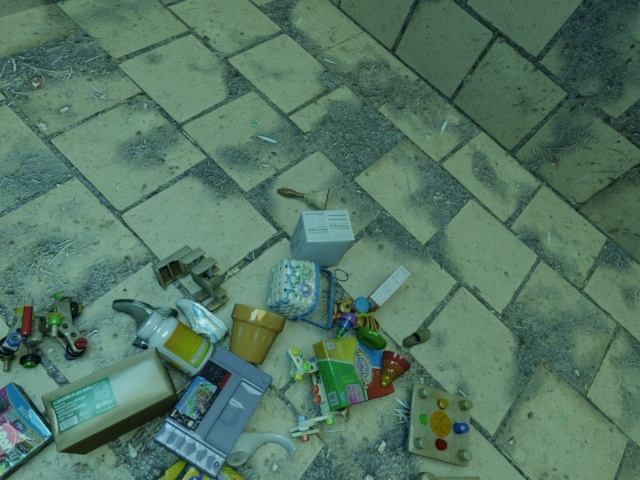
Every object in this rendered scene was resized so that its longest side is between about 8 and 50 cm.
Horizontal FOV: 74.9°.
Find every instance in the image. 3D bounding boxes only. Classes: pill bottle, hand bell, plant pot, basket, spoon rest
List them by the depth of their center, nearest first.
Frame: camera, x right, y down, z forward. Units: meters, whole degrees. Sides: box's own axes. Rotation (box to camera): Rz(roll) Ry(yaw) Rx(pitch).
[{"bbox_3d":[-0.227,0.710,1.431,0.276,0.137,0.084,8,21,-21],"label":"spoon rest"},{"bbox_3d":[-0.513,0.357,1.467,0.245,0.136,0.136,42,56,-18],"label":"pill bottle"},{"bbox_3d":[-0.252,0.356,1.570,0.205,0.205,0.188,18,75,-7],"label":"plant pot"},{"bbox_3d":[-0.063,0.212,1.698,0.289,0.201,0.255,24,54,-36],"label":"basket"},{"bbox_3d":[-0.088,-0.215,1.981,0.241,0.126,0.126,12,59,3],"label":"hand bell"}]

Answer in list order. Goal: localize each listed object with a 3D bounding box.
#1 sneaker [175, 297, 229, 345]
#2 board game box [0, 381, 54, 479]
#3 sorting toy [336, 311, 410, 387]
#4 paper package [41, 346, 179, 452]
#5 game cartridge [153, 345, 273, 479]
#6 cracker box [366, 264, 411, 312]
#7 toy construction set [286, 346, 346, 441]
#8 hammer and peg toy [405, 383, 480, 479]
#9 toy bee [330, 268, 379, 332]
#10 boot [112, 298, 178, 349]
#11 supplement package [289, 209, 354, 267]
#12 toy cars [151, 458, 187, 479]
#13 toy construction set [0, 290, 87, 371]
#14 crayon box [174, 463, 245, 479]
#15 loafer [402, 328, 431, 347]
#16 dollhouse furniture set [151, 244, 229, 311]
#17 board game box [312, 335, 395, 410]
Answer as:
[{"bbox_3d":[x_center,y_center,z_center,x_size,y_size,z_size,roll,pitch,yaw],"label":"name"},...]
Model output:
[{"bbox_3d":[-0.464,0.305,1.585,0.228,0.087,0.092,34,61,5],"label":"sneaker"},{"bbox_3d":[-1.003,0.618,1.250,0.224,0.097,0.303,45,59,9],"label":"board game box"},{"bbox_3d":[0.185,0.428,1.585,0.365,0.127,0.126,45,60,-16],"label":"sorting toy"},{"bbox_3d":[-0.627,0.499,1.300,0.324,0.309,0.168,-22,69,-24],"label":"paper package"},{"bbox_3d":[-0.338,0.541,1.361,0.230,0.068,0.355,32,48,1],"label":"game cartridge"},{"bbox_3d":[0.276,0.221,1.811,0.067,0.156,0.232,45,59,10],"label":"cracker box"},{"bbox_3d":[-0.026,0.560,1.540,0.215,0.151,0.328,13,65,-38],"label":"toy construction set"},{"bbox_3d":[0.457,0.760,1.592,0.265,0.127,0.361,18,59,-9],"label":"hammer and peg toy"},{"bbox_3d":[0.110,0.293,1.698,0.298,0.195,0.162,40,46,2],"label":"toy bee"},{"bbox_3d":[-0.658,0.311,1.530,0.246,0.083,0.161,13,65,-8],"label":"boot"},{"bbox_3d":[0.000,0.000,1.783,0.204,0.262,0.145,-3,64,-18],"label":"supplement package"},{"bbox_3d":[-0.443,0.671,1.396,0.176,0.087,0.394,28,53,-21],"label":"toy cars"},{"bbox_3d":[-0.911,0.253,1.369,0.257,0.309,0.237,0,58,-26],"label":"toy construction set"},{"bbox_3d":[-0.313,0.829,1.289,0.323,0.083,0.203,44,49,-8],"label":"crayon box"},{"bbox_3d":[0.427,0.421,1.809,0.148,0.050,0.056,-19,70,-25],"label":"loafer"},{"bbox_3d":[-0.499,0.147,1.593,0.242,0.212,0.161,31,52,33],"label":"dollhouse furniture set"},{"bbox_3d":[0.131,0.492,1.596,0.316,0.064,0.242,7,57,-45],"label":"board game box"}]
